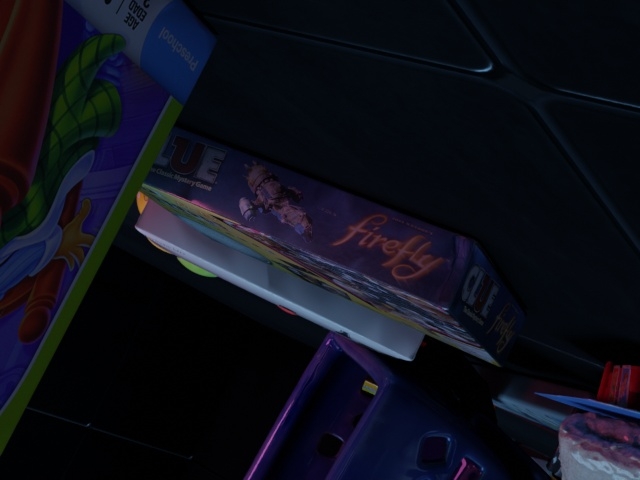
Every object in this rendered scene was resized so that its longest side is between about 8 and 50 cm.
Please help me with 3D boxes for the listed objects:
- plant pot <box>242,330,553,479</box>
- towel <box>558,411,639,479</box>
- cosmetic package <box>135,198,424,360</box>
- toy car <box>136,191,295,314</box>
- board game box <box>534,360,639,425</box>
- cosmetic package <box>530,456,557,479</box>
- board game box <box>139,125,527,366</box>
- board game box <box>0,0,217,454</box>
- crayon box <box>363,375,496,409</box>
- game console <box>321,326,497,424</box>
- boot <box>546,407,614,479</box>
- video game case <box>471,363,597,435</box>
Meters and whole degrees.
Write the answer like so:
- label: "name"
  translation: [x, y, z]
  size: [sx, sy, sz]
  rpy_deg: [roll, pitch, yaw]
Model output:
- label: "plant pot"
  translation: [0.065, 0.239, 0.942]
  size: [0.212, 0.236, 0.236]
  rpy_deg: [29, -178, -12]
- label: "towel"
  translation: [0.293, 0.207, 0.675]
  size: [0.282, 0.049, 0.187]
  rpy_deg: [14, 139, 31]
- label: "cosmetic package"
  translation: [-0.027, 0.023, 0.849]
  size: [0.239, 0.060, 0.099]
  rpy_deg: [26, 172, 1]
- label: "toy car"
  translation: [-0.103, 0.015, 1.080]
  size: [0.239, 0.053, 0.225]
  rpy_deg: [29, 172, -19]
- label: "board game box"
  translation: [0.222, 0.104, 0.680]
  size: [0.133, 0.033, 0.169]
  rpy_deg: [16, 173, -3]
- label: "cosmetic package"
  translation: [0.232, 0.370, 1.239]
  size: [0.161, 0.230, 0.453]
  rpy_deg: [22, 169, -28]
- label: "board game box"
  translation: [0.000, 0.000, 0.662]
  size: [0.243, 0.042, 0.165]
  rpy_deg: [23, 172, 25]
- label: "board game box"
  translation: [-0.177, -0.038, 0.251]
  size: [0.078, 0.233, 0.347]
  rpy_deg: [23, 173, 24]
- label: "crayon box"
  translation: [0.142, 0.199, 1.429]
  size: [0.202, 0.081, 0.318]
  rpy_deg: [24, 173, 10]
- label: "game console"
  translation: [0.028, 0.098, 1.163]
  size: [0.361, 0.044, 0.213]
  rpy_deg: [25, 164, 33]
- label: "boot"
  translation: [0.329, 0.230, 0.891]
  size: [0.223, 0.118, 0.338]
  rpy_deg: [17, 157, 34]
- label: "video game case"
  translation: [0.329, 0.221, 1.119]
  size: [0.300, 0.036, 0.329]
  rpy_deg: [27, 172, -10]
